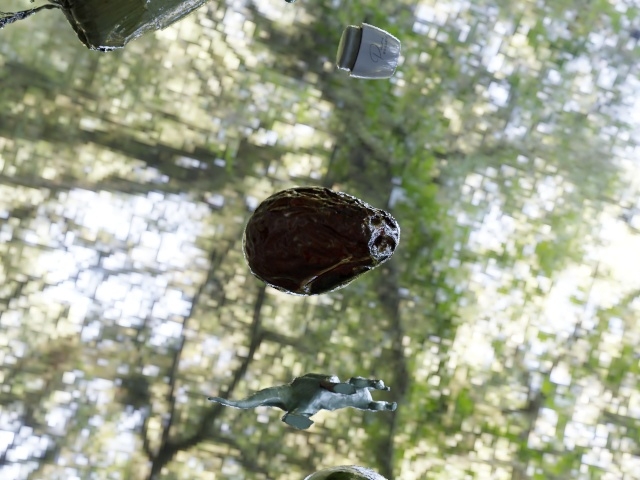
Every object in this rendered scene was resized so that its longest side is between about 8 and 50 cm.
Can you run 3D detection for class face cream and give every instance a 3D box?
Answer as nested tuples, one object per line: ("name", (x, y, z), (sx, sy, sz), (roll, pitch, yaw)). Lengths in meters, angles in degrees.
("face cream", (0.080, -0.314, 2.258), (0.091, 0.095, 0.091), (-167, -90, -80))

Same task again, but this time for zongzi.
("zongzi", (-0.297, -0.414, 2.115), (0.447, 0.181, 0.418), (-34, -162, -8))

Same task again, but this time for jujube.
("jujube", (0.000, 0.000, 1.945), (0.236, 0.168, 0.168), (-4, -108, 40))

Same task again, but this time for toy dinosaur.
("toy dinosaur", (-0.021, 0.179, 1.554), (0.167, 0.242, 0.053), (-176, -96, -72))

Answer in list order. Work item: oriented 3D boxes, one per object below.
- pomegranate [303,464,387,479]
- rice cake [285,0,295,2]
("pomegranate", (0.058, 0.372, 1.593), (0.214, 0.247, 0.214), (2, 90, -75))
("rice cake", (-0.074, -0.356, 1.609), (0.171, 0.033, 0.029), (53, -28, 5))
